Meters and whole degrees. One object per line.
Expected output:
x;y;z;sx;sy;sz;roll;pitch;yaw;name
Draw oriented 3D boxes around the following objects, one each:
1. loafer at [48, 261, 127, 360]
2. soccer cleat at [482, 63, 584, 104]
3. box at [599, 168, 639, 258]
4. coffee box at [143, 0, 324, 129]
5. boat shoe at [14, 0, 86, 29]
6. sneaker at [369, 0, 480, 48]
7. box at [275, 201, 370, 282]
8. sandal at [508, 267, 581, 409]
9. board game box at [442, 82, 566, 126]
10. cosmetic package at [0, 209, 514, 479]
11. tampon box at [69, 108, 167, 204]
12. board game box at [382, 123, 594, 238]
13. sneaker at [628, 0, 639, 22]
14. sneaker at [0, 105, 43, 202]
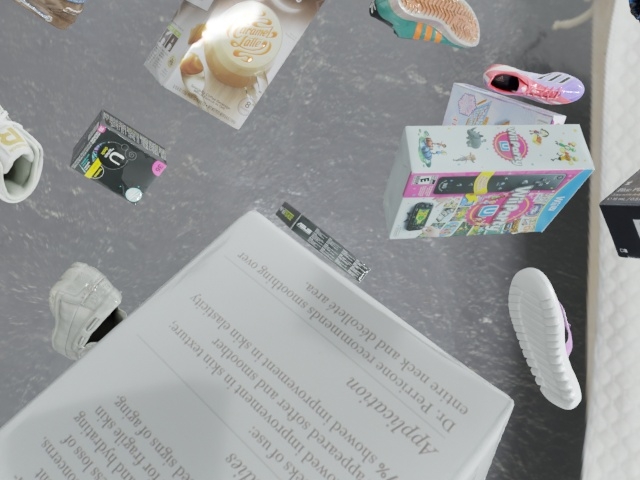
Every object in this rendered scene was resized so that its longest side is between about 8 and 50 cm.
-0.399;0.149;1.070;0.112;0.319;0.112;31;59;0;loafer
0.525;-0.380;1.517;0.248;0.083;0.095;15;34;6;soccer cleat
0.486;-0.050;0.797;0.158;0.156;0.093;-35;108;-20;box
-0.120;-0.307;0.881;0.141;0.098;0.246;25;106;-42;coffee box
-0.305;-0.256;0.555;0.183;0.066;0.066;29;30;-14;boat shoe
0.248;-0.525;1.448;0.302;0.121;0.108;10;85;-36;sneaker
0.000;0.000;1.298;0.191;0.184;0.045;39;88;-17;box
0.591;0.242;1.585;0.102;0.169;0.416;-27;112;-22;sandal
0.453;-0.227;1.649;0.066;0.318;0.318;-9;122;-40;board game box
-0.069;0.256;0.626;0.329;0.327;0.394;37;69;27;cosmetic package
-0.435;-0.180;1.329;0.161;0.101;0.120;33;107;-30;tampon box
0.281;-0.100;1.086;0.304;0.224;0.097;-3;63;-6;board game box
0.508;-0.352;0.871;0.217;0.121;0.079;-1;72;-51;sneaker
-0.452;-0.184;0.833;0.169;0.292;0.108;34;49;17;sneaker
